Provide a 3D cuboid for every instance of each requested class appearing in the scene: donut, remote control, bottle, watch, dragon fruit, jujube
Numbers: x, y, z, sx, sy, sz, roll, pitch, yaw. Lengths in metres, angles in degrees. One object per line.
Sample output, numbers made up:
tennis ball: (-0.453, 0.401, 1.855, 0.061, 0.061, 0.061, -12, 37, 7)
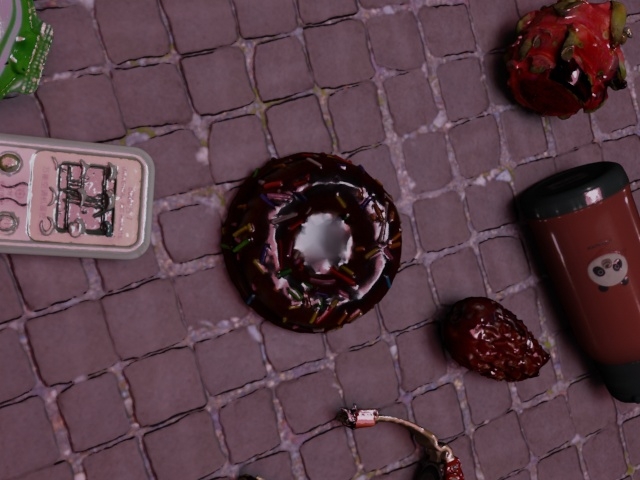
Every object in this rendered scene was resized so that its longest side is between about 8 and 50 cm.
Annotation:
donut: (0.000, 0.000, 0.892, 0.235, 0.089, 0.235, 0, 89, -19)
remote control: (-0.349, -0.050, 0.771, 0.335, 0.065, 0.128, 4, 86, -21)
bottle: (0.399, 0.068, 1.016, 0.144, 0.144, 0.336, -26, 100, -19)
watch: (0.050, 0.290, 0.917, 0.268, 0.102, 0.165, 28, 73, -9)
dragon fruit: (0.345, -0.255, 0.991, 0.166, 0.160, 0.172, 24, 74, 23)
jujube: (0.228, 0.139, 0.977, 0.166, 0.104, 0.104, 41, 76, -30)

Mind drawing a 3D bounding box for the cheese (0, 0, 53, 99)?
cheese: (-0.431, -0.235, 0.729, 0.320, 0.083, 0.204, 19, 91, -9)
